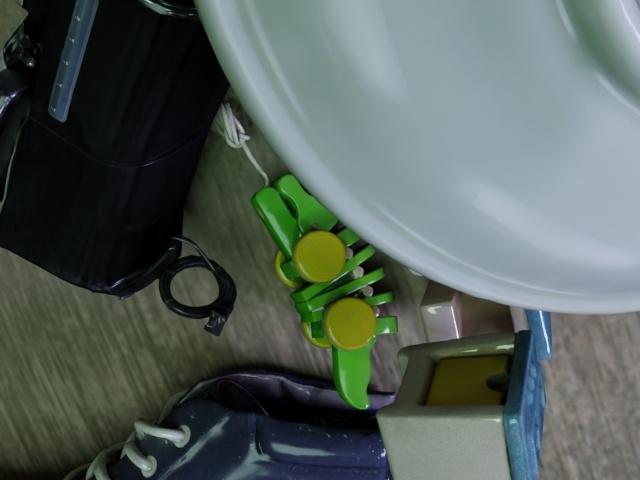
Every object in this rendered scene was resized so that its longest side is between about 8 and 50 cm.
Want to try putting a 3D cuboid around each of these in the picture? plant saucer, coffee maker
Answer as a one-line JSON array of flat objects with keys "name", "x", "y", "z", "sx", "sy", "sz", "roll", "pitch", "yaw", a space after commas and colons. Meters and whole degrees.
[{"name": "plant saucer", "x": 0.151, "y": -0.145, "z": 0.365, "sx": 0.401, "sy": 0.100, "sz": 0.400, "roll": -7, "pitch": 111, "yaw": -18}, {"name": "coffee maker", "x": -0.091, "y": -0.072, "z": 0.552, "sx": 0.171, "sy": 0.120, "sz": 0.178, "roll": 22, "pitch": 126, "yaw": -10}]

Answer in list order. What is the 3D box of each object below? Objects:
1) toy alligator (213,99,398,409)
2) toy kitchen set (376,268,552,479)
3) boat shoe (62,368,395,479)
[{"name": "toy alligator", "x": 0.000, "y": 0.000, "z": 0.602, "sx": 0.051, "sy": 0.056, "sz": 0.189, "roll": -25, "pitch": 91, "yaw": -17}, {"name": "toy kitchen set", "x": 0.084, "y": -0.015, "z": 0.506, "sx": 0.122, "sy": 0.166, "sz": 0.207, "roll": -8, "pitch": 110, "yaw": 18}, {"name": "boat shoe", "x": -0.104, "y": 0.151, "z": 0.661, "sx": 0.341, "sy": 0.127, "sz": 0.158, "roll": 3, "pitch": 106, "yaw": 5}]
